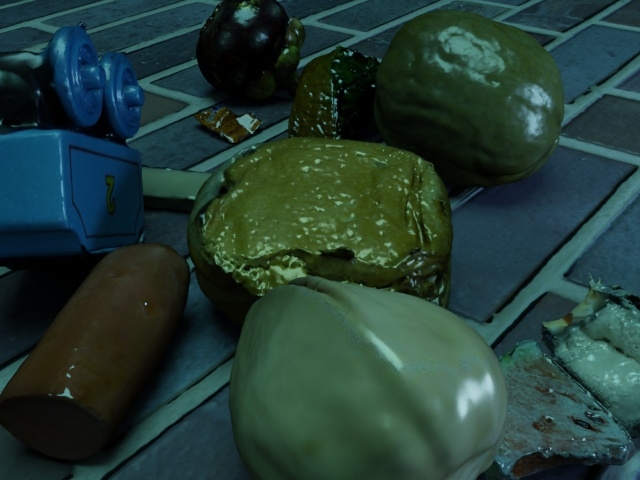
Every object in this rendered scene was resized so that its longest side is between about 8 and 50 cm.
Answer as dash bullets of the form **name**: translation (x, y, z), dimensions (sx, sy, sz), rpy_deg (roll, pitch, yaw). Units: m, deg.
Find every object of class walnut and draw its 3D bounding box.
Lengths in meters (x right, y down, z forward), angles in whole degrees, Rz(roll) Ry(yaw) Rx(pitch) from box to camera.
- **walnut**: translation (0.213, -0.203, 1.103), dimensions (0.282, 0.227, 0.283), rpy_deg (-5, 67, 12)

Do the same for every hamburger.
- **hamburger**: translation (0.000, 0.000, 0.855), dimensions (0.318, 0.158, 0.319), rpy_deg (0, 32, 0)

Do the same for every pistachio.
- **pistachio**: translation (0.019, 0.120, 0.609), dimensions (0.193, 0.214, 0.318), rpy_deg (-29, 14, -19)

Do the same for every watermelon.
- **watermelon**: translation (0.197, 0.169, 0.671), dimensions (0.139, 0.071, 0.187), rpy_deg (21, 30, 21)

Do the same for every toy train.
- **toy train**: translation (-0.311, -0.097, 0.899), dimensions (0.187, 0.265, 0.300), rpy_deg (-3, 2, 3)

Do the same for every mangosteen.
- **mangosteen**: translation (-0.113, -0.338, 1.402), dimensions (0.217, 0.192, 0.192), rpy_deg (35, 32, -12)

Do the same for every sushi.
- **sushi**: translation (0.037, -0.229, 1.224), dimensions (0.140, 0.149, 0.287), rpy_deg (11, 29, 13)

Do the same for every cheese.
- **cheese**: translation (-0.096, -0.059, 1.073), dimensions (0.400, 0.034, 0.085), rpy_deg (5, 37, 12)

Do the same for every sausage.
- **sausage**: translation (-0.206, 0.092, 0.769), dimensions (0.113, 0.114, 0.259), rpy_deg (5, 34, 11)

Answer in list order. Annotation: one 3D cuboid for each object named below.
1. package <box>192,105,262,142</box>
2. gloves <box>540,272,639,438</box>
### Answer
- **package**: translation (-0.158, -0.202, 1.299), dimensions (0.110, 0.033, 0.077), rpy_deg (28, 33, 31)
- **gloves**: translation (0.285, 0.109, 0.725), dimensions (0.114, 0.070, 0.153), rpy_deg (-46, 36, 13)
